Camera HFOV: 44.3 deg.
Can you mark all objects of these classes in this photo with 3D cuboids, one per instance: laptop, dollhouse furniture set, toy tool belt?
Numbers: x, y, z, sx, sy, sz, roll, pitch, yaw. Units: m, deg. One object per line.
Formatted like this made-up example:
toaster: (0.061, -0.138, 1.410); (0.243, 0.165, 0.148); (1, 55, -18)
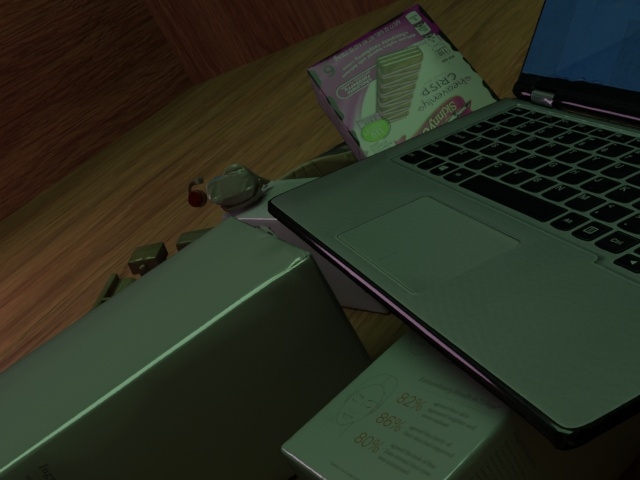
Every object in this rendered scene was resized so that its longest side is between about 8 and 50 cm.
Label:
laptop: (0.179, -0.142, 0.502); (0.408, 0.236, 0.382); (-24, 26, -15)
dollhouse furniture set: (-0.168, 0.086, 0.854); (0.151, 0.144, 0.123); (-10, 29, 11)
toy tool belt: (-0.101, -0.055, 0.879); (0.083, 0.052, 0.051); (-19, -8, 23)

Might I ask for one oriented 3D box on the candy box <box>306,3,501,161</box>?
candy box: (0.108, -0.141, 0.895); (0.159, 0.071, 0.233); (-31, 62, -2)

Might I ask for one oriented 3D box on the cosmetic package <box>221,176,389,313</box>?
cosmetic package: (0.000, 0.000, 0.833); (0.085, 0.117, 0.231); (-40, 21, -24)

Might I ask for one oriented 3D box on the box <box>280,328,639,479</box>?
box: (0.087, 0.117, 0.467); (0.170, 0.091, 0.130); (-38, 21, -21)

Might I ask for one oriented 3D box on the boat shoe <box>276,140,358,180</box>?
boat shoe: (0.050, -0.080, 0.989); (0.285, 0.103, 0.092); (-29, 7, 2)

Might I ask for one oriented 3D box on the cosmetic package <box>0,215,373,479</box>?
cosmetic package: (-0.154, 0.149, 0.630); (0.365, 0.155, 0.197); (-34, 21, -13)
